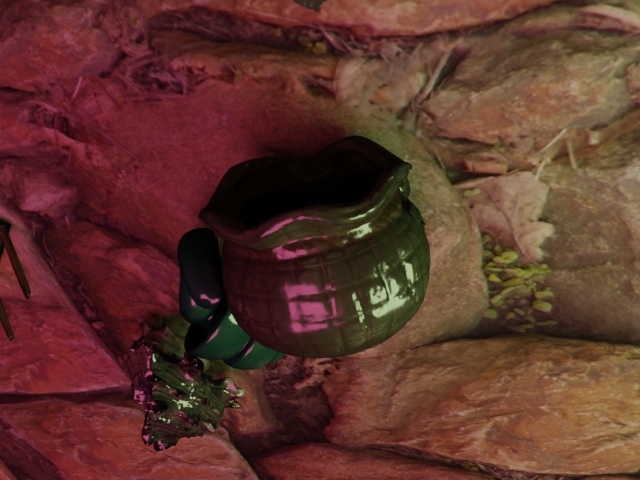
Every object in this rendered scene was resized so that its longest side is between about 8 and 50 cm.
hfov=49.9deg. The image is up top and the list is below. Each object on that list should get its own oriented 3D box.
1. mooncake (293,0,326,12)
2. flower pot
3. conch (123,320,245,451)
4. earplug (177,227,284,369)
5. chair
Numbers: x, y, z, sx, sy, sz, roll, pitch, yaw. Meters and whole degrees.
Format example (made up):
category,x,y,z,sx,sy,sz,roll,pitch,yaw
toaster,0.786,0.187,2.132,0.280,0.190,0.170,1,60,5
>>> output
category,x,y,z,sx,sy,sz,roll,pitch,yaw
mooncake,0.132,-0.312,0.723,0.346,0.057,0.150,-22,109,24
flower pot,0.000,0.000,0.902,0.301,0.302,0.213,-4,117,19
conch,-0.261,0.249,1.245,0.186,0.313,0.241,-32,91,-8
earplug,-0.140,0.099,1.077,0.280,0.164,0.257,39,143,-27
chair,-0.634,0.037,1.194,0.188,0.166,0.272,-49,64,42
